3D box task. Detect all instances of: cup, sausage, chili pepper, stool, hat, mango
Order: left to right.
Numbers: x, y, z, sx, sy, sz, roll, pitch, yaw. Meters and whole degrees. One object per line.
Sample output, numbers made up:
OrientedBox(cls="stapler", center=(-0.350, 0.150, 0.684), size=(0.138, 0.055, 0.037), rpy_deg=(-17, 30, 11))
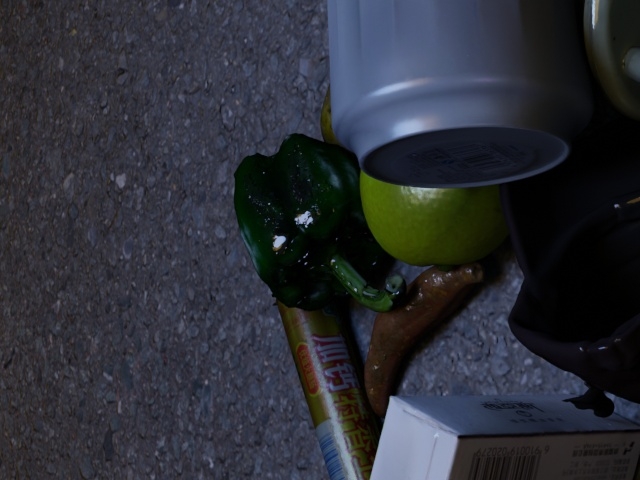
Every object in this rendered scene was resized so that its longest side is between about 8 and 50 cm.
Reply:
OrientedBox(cls="chili pepper", center=(0.000, 0.000, 1.800), size=(0.174, 0.165, 0.261), rpy_deg=(87, 161, -47))
OrientedBox(cls="sausage", center=(0.028, 0.217, 1.840), size=(0.082, 0.082, 0.371), rpy_deg=(-41, 58, 41))
OrientedBox(cls="cup", center=(0.106, -0.220, 1.512), size=(0.323, 0.237, 0.326), rpy_deg=(148, 121, -64))
OrientedBox(cls="mango", center=(0.148, -0.095, 1.664), size=(0.273, 0.149, 0.185), rpy_deg=(-56, 48, 16))
OrientedBox(cls="hat", center=(0.303, 0.041, 1.486), size=(0.238, 0.209, 0.336), rpy_deg=(-25, 36, 15))
OrientedBox(cls="stool", center=(0.361, -0.189, 1.385), size=(0.199, 0.195, 0.195), rpy_deg=(15, 98, 46))

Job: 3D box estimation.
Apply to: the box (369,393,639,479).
OrientedBox(cls="box", center=(0.169, 0.253, 1.523), size=(0.111, 0.260, 0.194), rpy_deg=(25, 106, 48))

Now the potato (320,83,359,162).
OrientedBox(cls="potato", center=(0.041, -0.149, 1.858), size=(0.091, 0.070, 0.138), rpy_deg=(47, 122, 43))

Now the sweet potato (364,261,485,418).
OrientedBox(cls="sweet potato", center=(0.103, 0.093, 1.777), size=(0.078, 0.058, 0.255), rpy_deg=(45, 128, 17))

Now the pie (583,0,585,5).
OrientedBox(cls="pie", center=(0.263, -0.345, 1.588), size=(0.315, 0.092, 0.315), rpy_deg=(-11, 74, 43))
